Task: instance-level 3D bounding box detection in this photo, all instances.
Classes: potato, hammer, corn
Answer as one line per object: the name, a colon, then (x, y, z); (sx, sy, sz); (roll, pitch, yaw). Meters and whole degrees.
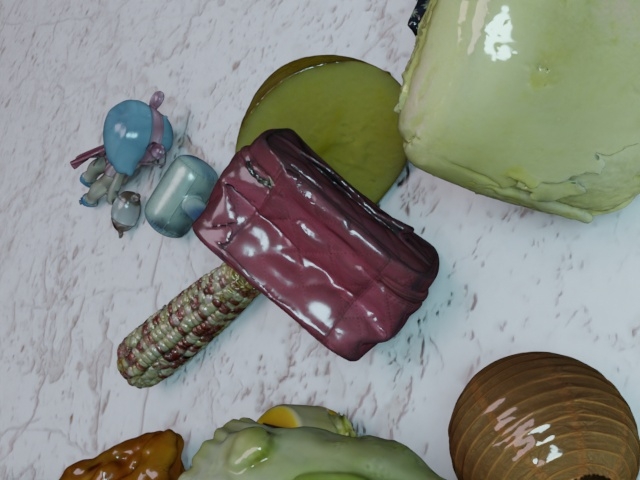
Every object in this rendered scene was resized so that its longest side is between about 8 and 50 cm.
potato: (-0.005, -0.129, 0.877); (0.158, 0.178, 0.203); (-102, 30, -56)
hammer: (-0.156, -0.030, 1.041); (0.116, 0.069, 0.194); (-56, 47, 8)
corn: (-0.159, 0.096, 0.969); (0.237, 0.079, 0.079); (-41, 47, 24)

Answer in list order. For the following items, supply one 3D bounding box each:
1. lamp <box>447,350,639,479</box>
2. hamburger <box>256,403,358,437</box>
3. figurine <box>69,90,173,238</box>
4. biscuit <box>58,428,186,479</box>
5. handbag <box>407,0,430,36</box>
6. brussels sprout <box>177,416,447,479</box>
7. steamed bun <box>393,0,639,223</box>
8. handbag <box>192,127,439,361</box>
lamp: (0.161, 0.147, 0.579); (0.136, 0.136, 0.136); (-22, 57, 37)
hamburger: (-0.015, 0.220, 0.763); (0.141, 0.081, 0.126); (-30, 49, 47)
figurine: (-0.316, -0.109, 1.210); (0.260, 0.103, 0.205); (-29, 50, 45)
biscuit: (-0.237, 0.386, 0.834); (0.318, 0.110, 0.312); (-35, 48, 0)
handbag: (0.138, -0.205, 0.780); (0.072, 0.139, 0.115); (17, 69, 17)
brussels sprout: (0.015, 0.278, 0.560); (0.243, 0.273, 0.317); (-34, 34, -30)
steamed bun: (0.192, -0.160, 0.611); (0.166, 0.232, 0.273); (125, 165, -85)
handbag: (0.000, 0.000, 0.757); (0.225, 0.146, 0.135); (41, 105, 4)
